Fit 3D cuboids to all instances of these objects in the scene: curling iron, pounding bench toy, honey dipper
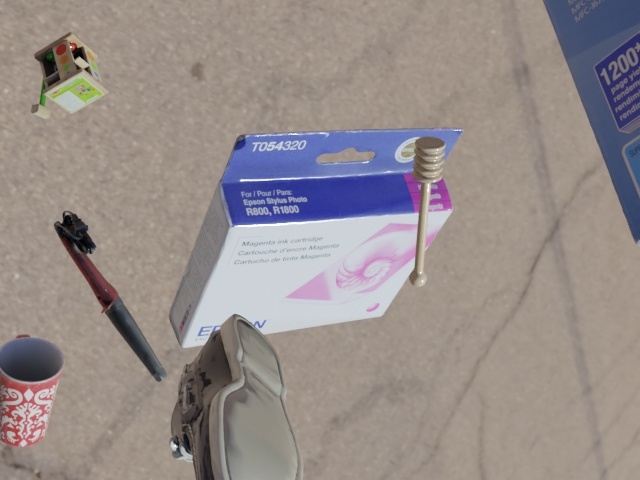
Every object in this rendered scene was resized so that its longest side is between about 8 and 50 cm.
[{"bbox_3d":[-0.294,0.081,1.347,0.035,0.068,0.274,-31,97,-25],"label":"curling iron"},{"bbox_3d":[-0.291,-0.181,1.075,0.083,0.065,0.052,-27,154,12],"label":"pounding bench toy"},{"bbox_3d":[0.100,-0.023,0.953,0.030,0.030,0.161,-25,129,-41],"label":"honey dipper"}]

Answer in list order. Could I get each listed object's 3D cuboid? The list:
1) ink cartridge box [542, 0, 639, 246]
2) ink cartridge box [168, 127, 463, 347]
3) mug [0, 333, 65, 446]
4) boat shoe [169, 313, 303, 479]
[{"bbox_3d":[0.301,-0.210,0.677,0.151,0.395,0.270,18,139,-38],"label":"ink cartridge box"},{"bbox_3d":[0.000,0.000,1.230,0.324,0.071,0.330,-6,143,-30],"label":"ink cartridge box"},{"bbox_3d":[-0.508,0.258,1.689,0.150,0.113,0.169,-77,-176,-57],"label":"mug"},{"bbox_3d":[-0.060,0.121,0.612,0.065,0.206,0.075,-40,110,12],"label":"boat shoe"}]
